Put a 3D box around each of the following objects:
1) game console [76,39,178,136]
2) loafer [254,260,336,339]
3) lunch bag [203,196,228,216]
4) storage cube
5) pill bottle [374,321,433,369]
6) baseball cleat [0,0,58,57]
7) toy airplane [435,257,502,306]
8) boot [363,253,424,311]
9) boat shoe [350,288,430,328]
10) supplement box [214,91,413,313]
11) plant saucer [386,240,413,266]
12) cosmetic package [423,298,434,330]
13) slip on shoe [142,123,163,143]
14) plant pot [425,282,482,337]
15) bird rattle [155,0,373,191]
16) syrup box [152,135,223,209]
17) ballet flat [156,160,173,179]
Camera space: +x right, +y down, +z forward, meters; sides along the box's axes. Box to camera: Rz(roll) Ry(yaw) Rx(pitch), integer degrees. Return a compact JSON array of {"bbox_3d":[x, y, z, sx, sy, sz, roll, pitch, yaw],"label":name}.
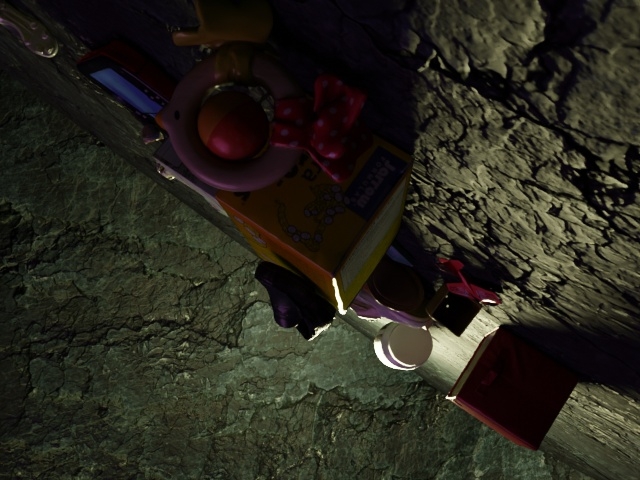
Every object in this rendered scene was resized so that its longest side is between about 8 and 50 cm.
[{"bbox_3d":[-0.362,-0.298,1.340,0.342,0.060,0.387,41,169,-31],"label":"game console"},{"bbox_3d":[-0.043,0.101,0.948,0.076,0.078,0.223,28,168,33],"label":"loafer"},{"bbox_3d":[-0.191,-0.101,1.564,0.279,0.107,0.224,30,171,28],"label":"lunch bag"},{"bbox_3d":[0.414,0.325,1.325,0.193,0.183,0.215,33,170,12],"label":"storage cube"},{"bbox_3d":[0.266,0.330,1.920,0.162,0.162,0.278,35,171,4],"label":"pill bottle"},{"bbox_3d":[-0.726,-0.527,1.504,0.206,0.072,0.109,40,-176,-2],"label":"baseball cleat"},{"bbox_3d":[0.264,0.075,1.094,0.151,0.028,0.151,34,169,8],"label":"toy airplane"},{"bbox_3d":[0.093,0.061,1.406,0.284,0.109,0.220,26,180,-10],"label":"boot"},{"bbox_3d":[0.137,0.140,1.474,0.302,0.113,0.103,30,126,32],"label":"boat shoe"},{"bbox_3d":[0.004,-0.037,0.945,0.195,0.194,0.356,33,170,11],"label":"supplement box"},{"bbox_3d":[0.117,-0.012,1.212,0.192,0.018,0.067,40,169,-32],"label":"plant saucer"},{"bbox_3d":[0.186,0.138,1.564,0.239,0.060,0.099,31,167,26],"label":"cosmetic package"},{"bbox_3d":[-0.420,-0.265,1.494,0.135,0.052,0.041,-143,35,-75],"label":"slip on shoe"},{"bbox_3d":[0.265,0.136,1.246,0.082,0.081,0.083,37,180,-12],"label":"plant pot"},{"bbox_3d":[-0.072,-0.149,0.703,0.253,0.207,0.143,46,-173,-7],"label":"bird rattle"},{"bbox_3d":[-0.223,-0.139,1.225,0.237,0.093,0.096,32,170,31],"label":"syrup box"},{"bbox_3d":[-0.440,-0.235,1.793,0.095,0.096,0.280,38,170,-17],"label":"ballet flat"}]
